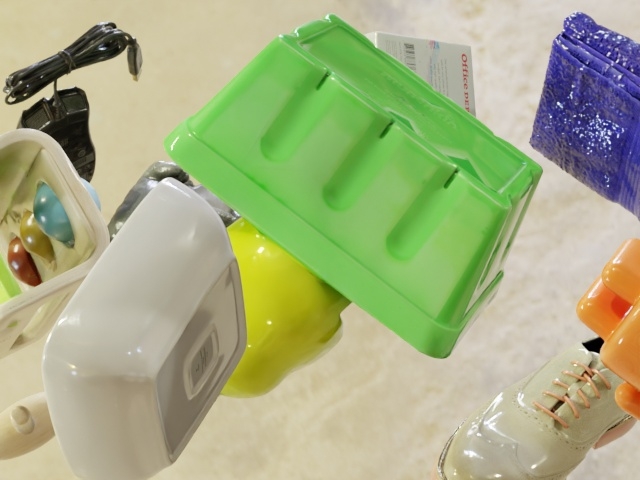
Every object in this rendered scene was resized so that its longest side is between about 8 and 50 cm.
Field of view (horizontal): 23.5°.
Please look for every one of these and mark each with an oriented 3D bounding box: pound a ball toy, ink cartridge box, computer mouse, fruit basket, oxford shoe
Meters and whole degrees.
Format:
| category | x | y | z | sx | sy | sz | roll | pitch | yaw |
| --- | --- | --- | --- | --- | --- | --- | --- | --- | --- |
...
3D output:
| category | x | y | z | sx | sy | sz | roll | pitch | yaw |
| --- | --- | --- | --- | --- | --- | --- | --- | --- | --- |
| pound a ball toy | -0.244 | 0.051 | 1.285 | 0.135 | 0.319 | 0.208 | -30 | 86 | -23 |
| ink cartridge box | 0.099 | -0.191 | 2.007 | 0.127 | 0.176 | 0.128 | -10 | 80 | 49 |
| computer mouse | -0.294 | -0.160 | 1.840 | 0.184 | 0.262 | 0.060 | -33 | 63 | -20 |
| fruit basket | 0.000 | 0.000 | 1.619 | 0.392 | 0.392 | 0.283 | 4 | 18 | 20 |
| oxford shoe | 0.269 | 0.192 | 1.777 | 0.140 | 0.146 | 0.397 | 39 | 39 | 19 |

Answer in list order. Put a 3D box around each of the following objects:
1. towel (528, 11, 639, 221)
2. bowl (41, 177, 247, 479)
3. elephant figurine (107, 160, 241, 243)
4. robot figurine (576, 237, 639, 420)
| category | x | y | z | sx | sy | sz | roll | pitch | yaw |
| --- | --- | --- | --- | --- | --- | --- | --- | --- | --- |
| towel | 0.402 | -0.130 | 1.968 | 0.076 | 0.228 | 0.308 | -25 | 50 | -36 |
| bowl | -0.085 | 0.057 | 0.823 | 0.053 | 0.142 | 0.142 | 21 | 54 | 17 |
| elephant figurine | -0.133 | -0.007 | 1.881 | 0.239 | 0.169 | 0.186 | 15 | 69 | 41 |
| robot figurine | 0.323 | 0.092 | 1.286 | 0.219 | 0.128 | 0.158 | 36 | 87 | 10 |
